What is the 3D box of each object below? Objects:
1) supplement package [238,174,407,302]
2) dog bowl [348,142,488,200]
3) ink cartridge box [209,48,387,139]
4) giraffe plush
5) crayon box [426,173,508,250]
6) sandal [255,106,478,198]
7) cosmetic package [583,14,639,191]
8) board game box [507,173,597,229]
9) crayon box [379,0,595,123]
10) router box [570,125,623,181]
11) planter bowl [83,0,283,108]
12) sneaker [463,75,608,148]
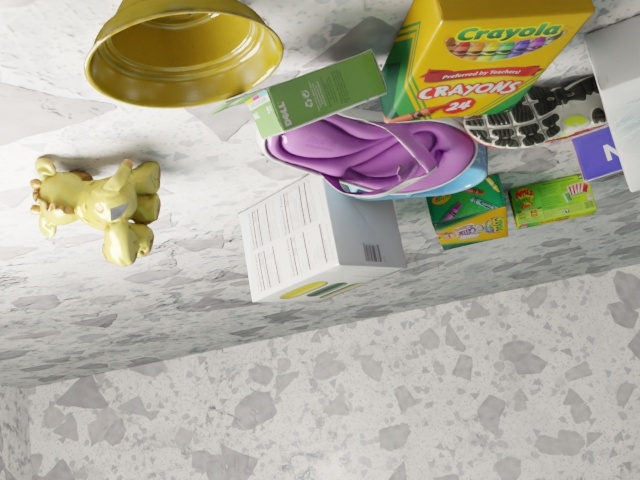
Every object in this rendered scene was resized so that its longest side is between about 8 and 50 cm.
[{"bbox_3d":[0.000,0.000,1.541,0.199,0.198,0.262,5,158,-44],"label":"supplement package"},{"bbox_3d":[0.182,-0.136,1.415,0.297,0.074,0.166,-6,163,-17],"label":"dog bowl"},{"bbox_3d":[-0.031,-0.181,0.991,0.209,0.062,0.109,-24,-170,-17],"label":"ink cartridge box"},{"bbox_3d":[-0.373,-0.058,1.221,0.170,0.181,0.210,9,177,8],"label":"giraffe plush"},{"bbox_3d":[0.348,-0.060,1.765,0.165,0.081,0.278,-14,164,12],"label":"crayon box"},{"bbox_3d":[0.089,-0.128,1.214,0.416,0.102,0.169,4,133,-30],"label":"sandal"},{"bbox_3d":[0.530,-0.215,1.095,0.224,0.138,0.225,-18,136,23],"label":"cosmetic package"},{"bbox_3d":[0.540,-0.091,1.759,0.181,0.092,0.043,-12,164,6],"label":"board game box"},{"bbox_3d":[0.208,-0.263,0.984,0.202,0.081,0.318,-7,163,-11],"label":"crayon box"},{"bbox_3d":[0.647,-0.195,1.363,0.335,0.082,0.301,-19,176,27],"label":"router box"},{"bbox_3d":[-0.155,-0.233,0.836,0.217,0.090,0.217,-11,166,-3],"label":"planter bowl"},{"bbox_3d":[0.372,-0.199,1.274,0.279,0.107,0.118,-8,169,-6],"label":"sneaker"}]
